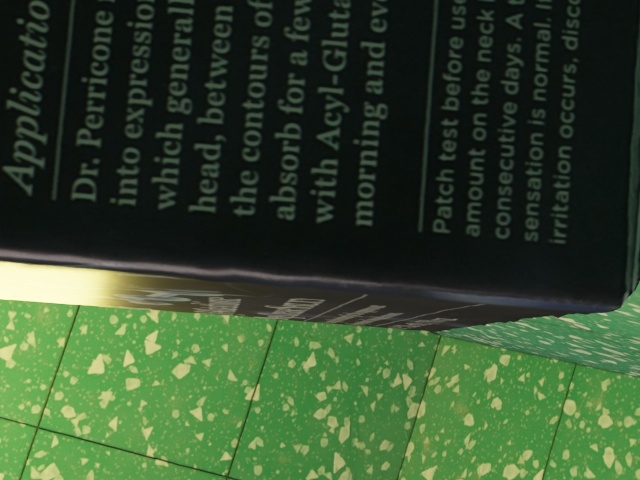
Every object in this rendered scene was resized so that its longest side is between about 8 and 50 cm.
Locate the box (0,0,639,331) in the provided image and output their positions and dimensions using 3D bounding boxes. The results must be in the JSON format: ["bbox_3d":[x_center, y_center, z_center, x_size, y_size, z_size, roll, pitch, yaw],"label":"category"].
[{"bbox_3d":[-0.104,-0.083,0.495,0.395,0.212,0.293,5,174,-4],"label":"box"}]
